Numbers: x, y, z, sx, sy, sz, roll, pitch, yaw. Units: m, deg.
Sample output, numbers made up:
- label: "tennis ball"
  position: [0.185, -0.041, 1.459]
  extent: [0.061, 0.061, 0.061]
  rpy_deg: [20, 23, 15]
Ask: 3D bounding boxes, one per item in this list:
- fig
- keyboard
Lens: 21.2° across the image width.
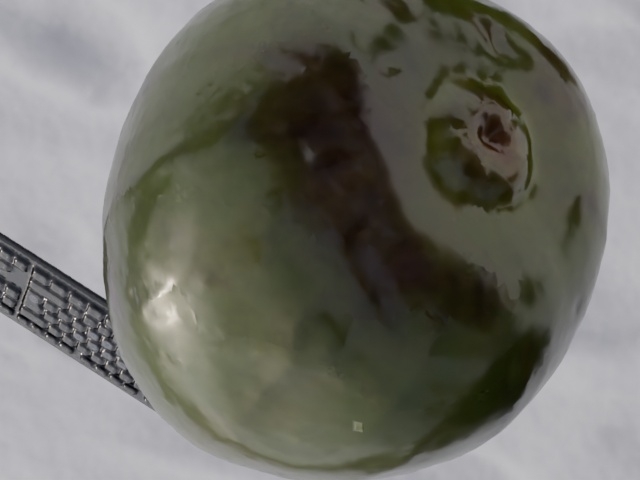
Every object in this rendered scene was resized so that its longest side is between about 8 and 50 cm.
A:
- label: "fig"
  position: [0.000, 0.000, 0.708]
  extent: [0.203, 0.203, 0.225]
  rpy_deg: [33, 142, -15]
- label: "keyboard"
  position: [-0.119, 0.042, 0.850]
  extent: [0.198, 0.010, 0.064]
  rpy_deg: [32, 143, 2]
